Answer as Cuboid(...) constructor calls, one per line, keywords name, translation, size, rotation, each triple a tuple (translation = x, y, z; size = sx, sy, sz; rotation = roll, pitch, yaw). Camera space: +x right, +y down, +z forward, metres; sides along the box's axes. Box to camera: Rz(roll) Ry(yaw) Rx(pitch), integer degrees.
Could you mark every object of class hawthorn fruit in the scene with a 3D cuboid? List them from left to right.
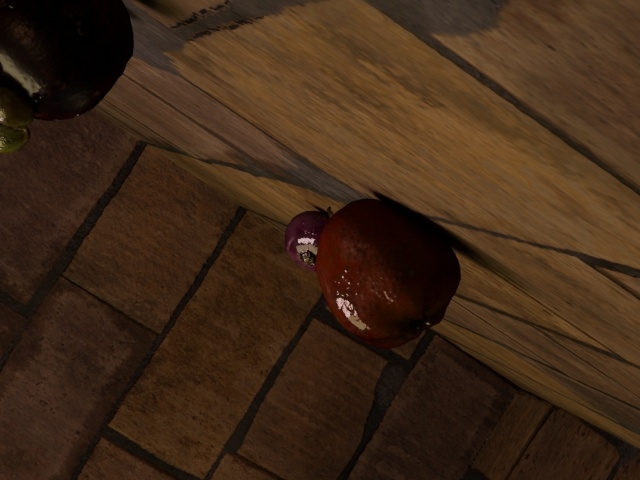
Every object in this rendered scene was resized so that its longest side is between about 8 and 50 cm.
Cuboid(name="hawthorn fruit", translation=(0.056, 0.017, 1.498), size=(0.203, 0.162, 0.162), rotation=(50, -176, 21))

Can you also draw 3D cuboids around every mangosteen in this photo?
Cuboid(name="mangosteen", translation=(-0.250, -0.166, 1.126), size=(0.166, 0.180, 0.166), rotation=(35, 170, 7))

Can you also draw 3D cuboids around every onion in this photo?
Cuboid(name="onion", translation=(0.000, 0.000, 2.169), size=(0.115, 0.115, 0.104), rotation=(32, -139, 6))
